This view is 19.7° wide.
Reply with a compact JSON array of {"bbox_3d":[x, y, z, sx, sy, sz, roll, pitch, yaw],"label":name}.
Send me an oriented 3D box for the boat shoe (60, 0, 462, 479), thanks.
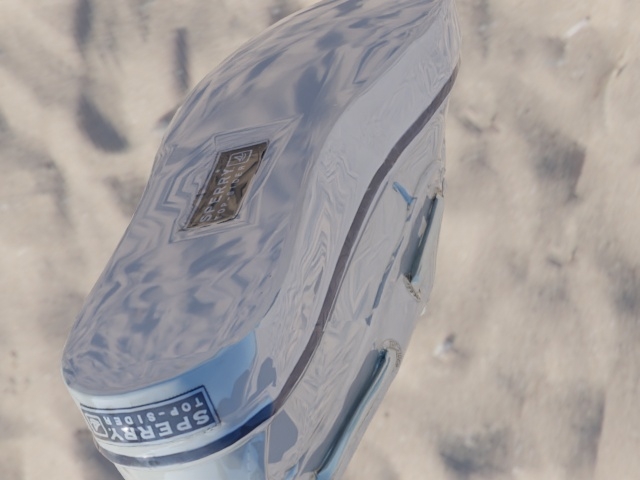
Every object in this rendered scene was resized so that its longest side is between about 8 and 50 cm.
[{"bbox_3d":[0.000,0.000,0.614,0.096,0.267,0.088,-13,119,21],"label":"boat shoe"}]
